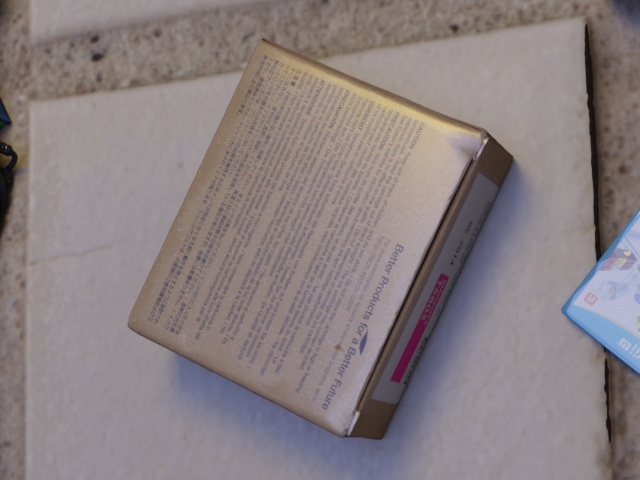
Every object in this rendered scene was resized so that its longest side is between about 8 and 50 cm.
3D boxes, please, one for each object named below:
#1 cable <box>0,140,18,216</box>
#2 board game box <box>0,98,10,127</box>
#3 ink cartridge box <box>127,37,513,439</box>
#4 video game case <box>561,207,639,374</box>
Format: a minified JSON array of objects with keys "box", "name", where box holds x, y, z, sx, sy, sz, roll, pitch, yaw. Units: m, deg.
[{"box":[-0.336,-0.042,1.484,0.150,0.184,0.047,-62,25,14],"name":"cable"},{"box":[-0.350,-0.148,1.559,0.136,0.035,0.201,-32,71,13],"name":"board game box"},{"box":[0.000,0.000,1.373,0.193,0.088,0.234,26,90,21],"name":"ink cartridge box"},{"box":[0.260,0.019,1.310,0.119,0.015,0.166,40,96,22],"name":"video game case"}]
